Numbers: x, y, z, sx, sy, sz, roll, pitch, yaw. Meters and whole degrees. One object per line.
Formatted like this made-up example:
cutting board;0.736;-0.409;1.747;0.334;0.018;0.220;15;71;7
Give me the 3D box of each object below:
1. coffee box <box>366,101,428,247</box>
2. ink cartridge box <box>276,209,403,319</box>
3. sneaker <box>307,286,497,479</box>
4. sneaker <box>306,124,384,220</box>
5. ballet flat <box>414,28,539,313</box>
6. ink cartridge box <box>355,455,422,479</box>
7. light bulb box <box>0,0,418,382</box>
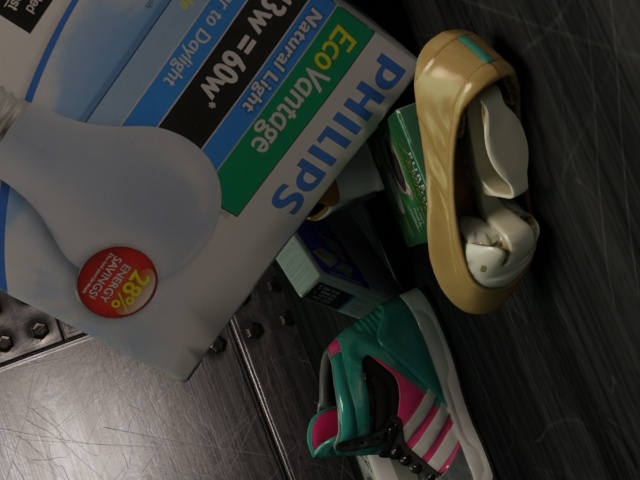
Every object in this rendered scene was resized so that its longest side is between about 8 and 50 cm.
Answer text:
coffee box;0.087;-0.055;1.055;0.184;0.040;0.113;140;109;-83
ink cartridge box;0.000;0.000;1.421;0.206;0.045;0.208;23;-150;-52
sneaker;0.079;0.217;1.338;0.124;0.178;0.295;-154;44;-80
sneaker;-0.001;-0.078;1.365;0.290;0.123;0.106;162;86;-85
ballet flat;0.110;-0.028;0.823;0.073;0.080;0.232;38;152;49
ink cartridge box;0.116;0.287;1.524;0.198;0.115;0.272;-148;38;-79
light bulb box;-0.177;-0.132;1.043;0.361;0.358;0.225;31;-167;-27
